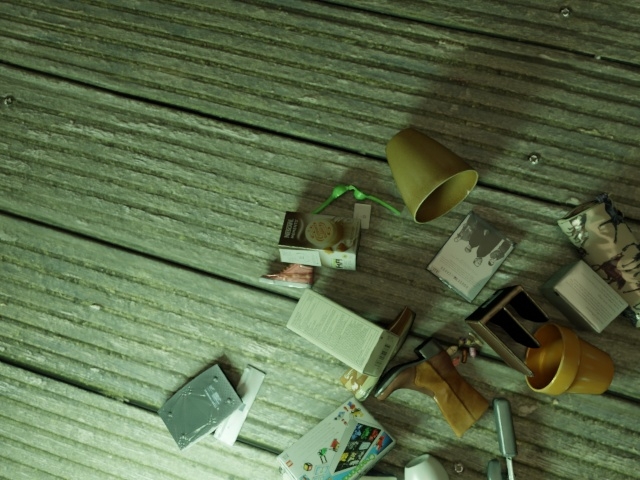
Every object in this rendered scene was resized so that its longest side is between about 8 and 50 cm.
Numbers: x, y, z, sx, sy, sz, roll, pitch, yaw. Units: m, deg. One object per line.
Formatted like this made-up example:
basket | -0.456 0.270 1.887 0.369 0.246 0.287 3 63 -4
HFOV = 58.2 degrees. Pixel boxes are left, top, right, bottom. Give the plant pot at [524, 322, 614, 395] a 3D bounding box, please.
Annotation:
plant pot | 0.735 0.364 1.682 0.187 0.205 0.205 17 85 -6

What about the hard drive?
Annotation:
hard drive | -0.383 0.537 1.857 0.254 0.054 0.172 -39 74 3

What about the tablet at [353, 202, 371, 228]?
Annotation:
tablet | 0.135 -0.079 1.882 0.054 0.006 0.083 7 112 6

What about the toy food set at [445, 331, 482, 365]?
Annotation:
toy food set | 0.445 0.348 1.799 0.122 0.019 0.078 -44 80 0

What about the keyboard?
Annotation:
keyboard | -0.263 0.537 1.872 0.072 0.014 0.256 25 87 5

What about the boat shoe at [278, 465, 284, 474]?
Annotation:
boat shoe | -0.075 0.736 1.807 0.125 0.038 0.046 19 85 9

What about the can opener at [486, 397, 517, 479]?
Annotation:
can opener | 0.537 0.621 1.724 0.095 0.076 0.284 -7 81 6

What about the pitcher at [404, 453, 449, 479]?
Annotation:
pitcher | 0.316 0.763 1.719 0.177 0.125 0.207 -31 81 25

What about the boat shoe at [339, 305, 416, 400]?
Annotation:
boat shoe | 0.175 0.338 1.787 0.119 0.122 0.324 33 87 13

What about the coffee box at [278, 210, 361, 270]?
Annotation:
coffee box | 0.000 0.000 1.841 0.246 0.098 0.141 6 57 8

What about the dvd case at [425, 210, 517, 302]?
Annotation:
dvd case | 0.478 0.050 1.829 0.179 0.029 0.239 38 89 10

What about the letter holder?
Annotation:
letter holder | 0.561 0.260 1.653 0.152 0.302 0.214 -42 80 0

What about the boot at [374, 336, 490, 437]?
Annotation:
boot | 0.337 0.482 1.762 0.264 0.096 0.280 -37 87 -15

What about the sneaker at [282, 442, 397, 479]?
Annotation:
sneaker | 0.063 0.686 1.761 0.349 0.131 0.148 8 49 -6

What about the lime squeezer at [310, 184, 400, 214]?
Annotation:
lime squeezer | 0.105 -0.131 1.888 0.310 0.059 0.110 -2 82 6

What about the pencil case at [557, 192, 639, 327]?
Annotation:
pencil case | 0.897 0.060 1.707 0.183 0.160 0.410 -32 80 6

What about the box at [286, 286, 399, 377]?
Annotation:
box | 0.063 0.275 1.745 0.311 0.121 0.148 27 87 37

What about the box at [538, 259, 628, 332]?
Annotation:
box | 0.768 0.167 1.699 0.119 0.181 0.182 -44 80 1

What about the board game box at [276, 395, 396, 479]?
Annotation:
board game box | 0.049 0.625 1.700 0.305 0.053 0.193 -31 56 -26

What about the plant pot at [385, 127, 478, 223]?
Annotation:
plant pot | 0.319 -0.224 1.802 0.237 0.237 0.254 -35 66 2

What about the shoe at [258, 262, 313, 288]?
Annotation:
shoe | -0.110 0.110 1.883 0.177 0.063 0.081 6 82 3
